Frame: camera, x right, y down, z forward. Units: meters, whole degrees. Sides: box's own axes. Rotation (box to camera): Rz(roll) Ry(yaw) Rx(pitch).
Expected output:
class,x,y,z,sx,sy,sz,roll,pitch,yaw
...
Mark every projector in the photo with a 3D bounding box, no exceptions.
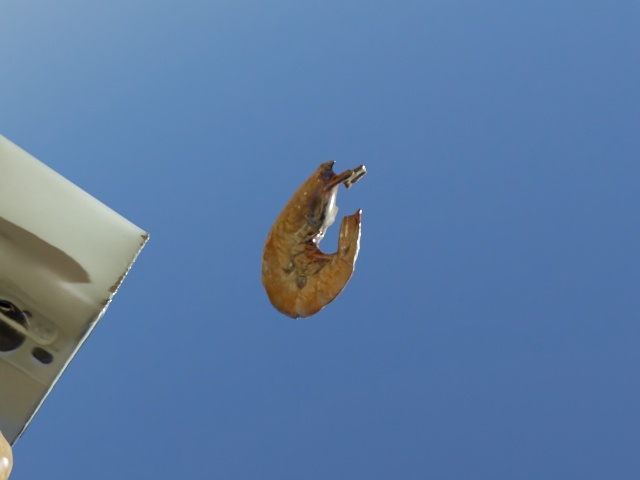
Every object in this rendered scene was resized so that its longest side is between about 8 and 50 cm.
class,x,y,z,sx,sy,sz,roll,pitch,yaw
projector,-0.373,0.049,1.740,0.249,0.249,0.248,-52,-172,26

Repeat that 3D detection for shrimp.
class,x,y,z,sx,sy,sz,roll,pitch,yaw
shrimp,0.002,0.000,1.675,0.132,0.051,0.188,32,-75,34

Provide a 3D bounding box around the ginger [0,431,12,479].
class,x,y,z,sx,sy,sz,roll,pitch,yaw
ginger,-0.428,0.197,1.475,0.269,0.223,0.200,32,-112,21
